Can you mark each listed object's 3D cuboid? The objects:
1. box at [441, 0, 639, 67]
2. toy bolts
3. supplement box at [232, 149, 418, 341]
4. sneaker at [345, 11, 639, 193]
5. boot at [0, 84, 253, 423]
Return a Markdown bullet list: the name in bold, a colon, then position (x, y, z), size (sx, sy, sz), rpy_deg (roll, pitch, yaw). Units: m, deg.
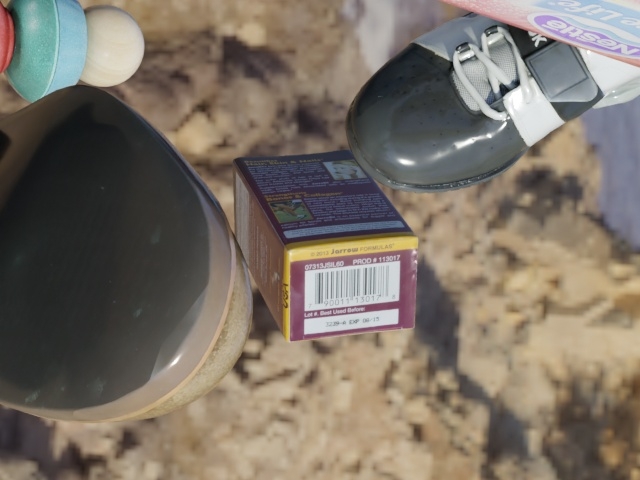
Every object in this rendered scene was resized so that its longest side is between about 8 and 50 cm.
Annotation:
- **box**: position (0.166, -0.177, 0.846), size (0.142, 0.300, 0.154), rpy_deg (157, -54, -69)
- **toy bolts**: position (-0.192, -0.215, 1.223), size (0.158, 0.218, 0.228), rpy_deg (1, 81, -31)
- **supplement box**: position (0.000, 0.000, 1.368), size (0.188, 0.104, 0.080), rpy_deg (-122, -150, -61)
- **sneaker**: position (0.169, -0.146, 1.223), size (0.122, 0.330, 0.146), rpy_deg (60, -17, 16)
- **boot**: position (-0.088, 0.014, 0.656), size (0.115, 0.305, 0.112), rpy_deg (35, 80, -29)
